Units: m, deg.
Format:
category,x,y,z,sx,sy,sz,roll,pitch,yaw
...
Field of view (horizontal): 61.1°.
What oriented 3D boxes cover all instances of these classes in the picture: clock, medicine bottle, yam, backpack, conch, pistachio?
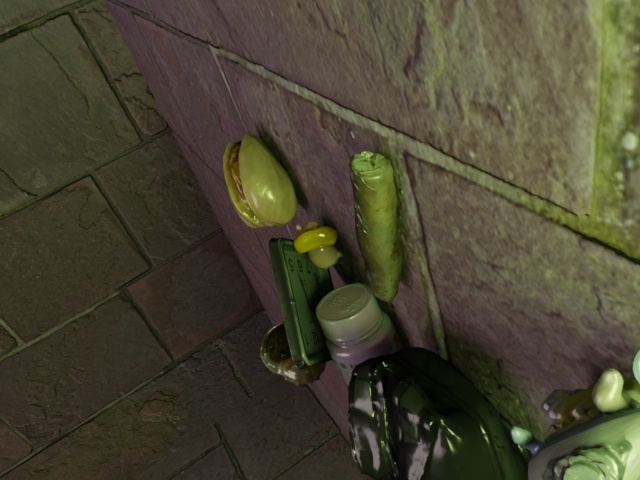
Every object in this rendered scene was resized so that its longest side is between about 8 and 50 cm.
category,x,y,z,sx,sy,sz,roll,pitch,yaw
clock,-0.028,0.134,1.205,0.273,0.049,0.279,15,-120,-68
medicine bottle,0.094,0.227,1.164,0.152,0.152,0.254,33,153,60
yam,0.091,-0.009,0.850,0.317,0.067,0.071,77,170,-50
backpack,0.207,0.379,0.922,0.363,0.255,0.445,11,129,63
conch,-0.099,0.413,2.126,0.186,0.263,0.324,-92,11,-75
pistachio,-0.139,-0.133,1.246,0.229,0.157,0.157,65,166,-4

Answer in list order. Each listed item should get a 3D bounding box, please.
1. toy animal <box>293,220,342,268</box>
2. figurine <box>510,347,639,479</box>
category,x,y,z,sx,sy,sz,roll,pitch,yaw
toy animal,0.000,0.000,1.186,0.114,0.091,0.082,43,-165,-24
figurine,0.275,0.189,0.515,0.128,0.184,0.208,50,127,22
